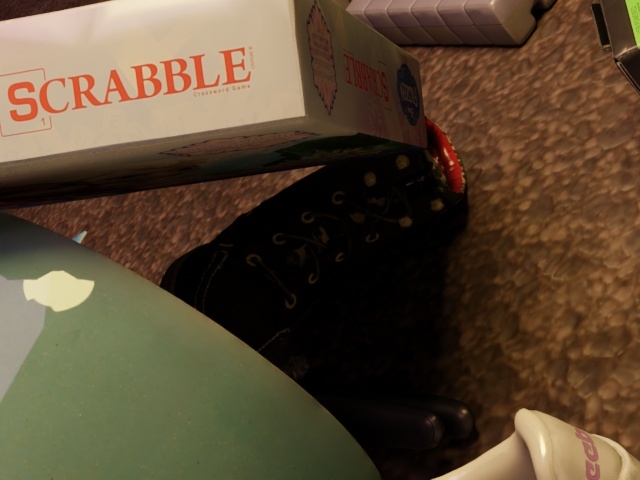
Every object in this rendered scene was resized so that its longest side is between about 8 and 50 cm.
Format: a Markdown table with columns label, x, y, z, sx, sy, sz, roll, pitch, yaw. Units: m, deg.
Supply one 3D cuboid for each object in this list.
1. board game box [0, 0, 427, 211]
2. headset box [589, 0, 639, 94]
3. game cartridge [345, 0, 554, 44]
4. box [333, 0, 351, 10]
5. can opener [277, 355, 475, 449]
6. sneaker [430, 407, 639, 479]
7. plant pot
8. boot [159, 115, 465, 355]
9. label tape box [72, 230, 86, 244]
| label | x | y | z | sx | sy | sz | roll | pitch | yaw |
| --- | --- | --- | --- | --- | --- | --- | --- | --- | --- |
| board game box | -0.122 | -0.063 | 0.646 | 0.319 | 0.065 | 0.318 | -7 | 0 | 15 |
| headset box | 0.279 | -0.180 | 0.633 | 0.283 | 0.131 | 0.246 | -31 | 32 | 28 |
| game cartridge | 0.184 | -0.316 | 1.015 | 0.355 | 0.068 | 0.230 | -53 | 33 | -12 |
| box | -0.053 | -0.267 | 1.154 | 0.087 | 0.169 | 0.290 | -37 | 29 | 18 |
| can opener | 0.018 | 0.106 | 0.715 | 0.186 | 0.073 | 0.059 | -8 | 7 | 45 |
| sneaker | 0.019 | 0.181 | 0.504 | 0.305 | 0.152 | 0.114 | -42 | 31 | 11 |
| plant pot | -0.151 | 0.161 | 0.605 | 0.293 | 0.293 | 0.235 | 0 | 52 | 53 |
| boot | -0.001 | -0.002 | 0.785 | 0.179 | 0.085 | 0.236 | -31 | 9 | 21 |
| label tape box | -0.267 | 0.189 | 0.915 | 0.249 | 0.115 | 0.347 | -31 | 30 | 33 |
